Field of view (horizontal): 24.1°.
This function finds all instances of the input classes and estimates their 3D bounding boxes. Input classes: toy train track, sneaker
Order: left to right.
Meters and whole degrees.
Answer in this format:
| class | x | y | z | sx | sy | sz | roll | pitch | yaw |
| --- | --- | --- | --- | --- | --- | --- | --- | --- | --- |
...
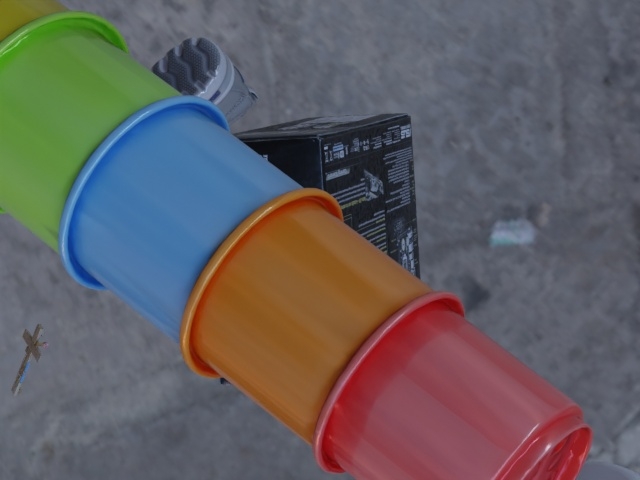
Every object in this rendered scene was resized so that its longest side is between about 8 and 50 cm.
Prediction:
| class | x | y | z | sx | sy | sz | roll | pitch | yaw |
| --- | --- | --- | --- | --- | --- | --- | --- | --- | --- |
| toy train track | -0.295 | 0.123 | 1.529 | 0.014 | 0.048 | 0.083 | 9 | 116 | -37 |
| sneaker | -0.182 | -0.086 | 1.556 | 0.281 | 0.105 | 0.115 | -34 | 145 | 18 |

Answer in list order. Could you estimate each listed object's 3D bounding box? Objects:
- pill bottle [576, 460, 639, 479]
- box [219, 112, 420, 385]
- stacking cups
| class | x | y | z | sx | sy | sz | roll | pitch | yaw |
| --- | --- | --- | --- | --- | --- | --- | --- | --- | --- |
| pill bottle | 0.265 | 0.271 | 0.889 | 0.363 | 0.210 | 0.210 | 28 | 101 | -30 |
| box | 0.000 | 0.000 | 0.938 | 0.077 | 0.180 | 0.147 | -1 | 99 | 20 |
| stacking cups | -0.049 | 0.002 | 0.544 | 0.096 | 0.316 | 0.096 | -35 | 148 | -27 |
